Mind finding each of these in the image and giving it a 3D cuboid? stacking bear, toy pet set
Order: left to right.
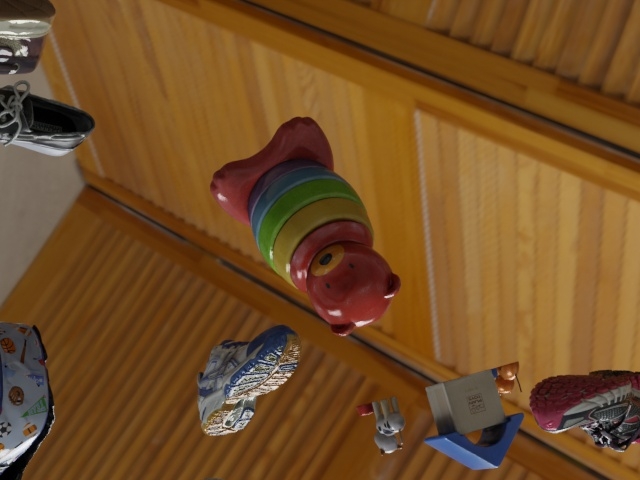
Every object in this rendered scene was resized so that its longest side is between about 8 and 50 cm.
[{"bbox_3d":[0.000,0.000,1.405,0.175,0.289,0.164,-35,136,1],"label":"stacking bear"},{"bbox_3d":[0.104,0.132,0.778,0.122,0.065,0.114,-13,171,-18],"label":"toy pet set"}]

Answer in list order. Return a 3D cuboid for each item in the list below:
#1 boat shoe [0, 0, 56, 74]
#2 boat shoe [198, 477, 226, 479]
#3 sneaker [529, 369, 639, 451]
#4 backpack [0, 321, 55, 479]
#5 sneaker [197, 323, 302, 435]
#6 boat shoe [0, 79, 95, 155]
[{"bbox_3d":[-0.397,-0.193,1.032,0.285,0.103,0.092,-10,128,-35],"label":"boat shoe"},{"bbox_3d":[-0.181,0.318,0.936,0.324,0.116,0.097,-31,141,8],"label":"boat shoe"},{"bbox_3d":[0.402,0.245,1.520,0.299,0.121,0.112,4,85,-47],"label":"sneaker"},{"bbox_3d":[-0.553,0.247,1.699,0.263,0.276,0.213,-37,152,22],"label":"backpack"},{"bbox_3d":[-0.138,0.208,1.807,0.112,0.131,0.296,6,141,-36],"label":"sneaker"},{"bbox_3d":[-0.534,-0.215,1.852,0.306,0.105,0.113,16,63,-42],"label":"boat shoe"}]
